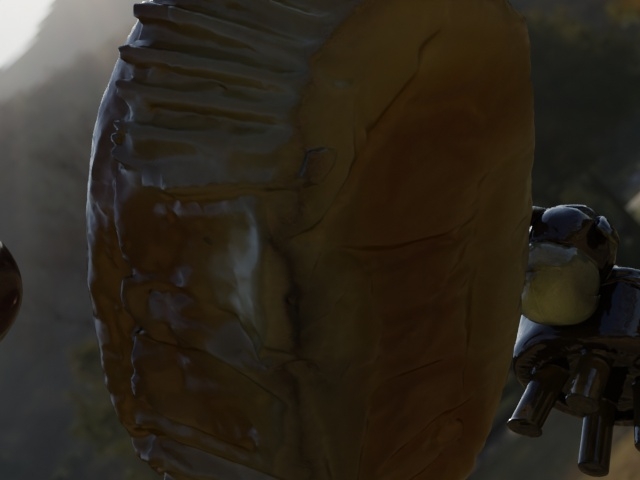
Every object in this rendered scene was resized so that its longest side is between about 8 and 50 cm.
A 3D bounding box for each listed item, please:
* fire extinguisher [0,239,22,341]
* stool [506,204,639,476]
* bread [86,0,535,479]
[{"bbox_3d":[-0.305,0.081,1.420,0.337,0.114,0.135,-49,37,42],"label":"fire extinguisher"},{"bbox_3d":[0.182,0.066,1.299,0.125,0.217,0.121,-1,50,31],"label":"stool"},{"bbox_3d":[-0.010,0.002,1.075,0.236,0.183,0.389,-19,-53,-36],"label":"bread"}]
